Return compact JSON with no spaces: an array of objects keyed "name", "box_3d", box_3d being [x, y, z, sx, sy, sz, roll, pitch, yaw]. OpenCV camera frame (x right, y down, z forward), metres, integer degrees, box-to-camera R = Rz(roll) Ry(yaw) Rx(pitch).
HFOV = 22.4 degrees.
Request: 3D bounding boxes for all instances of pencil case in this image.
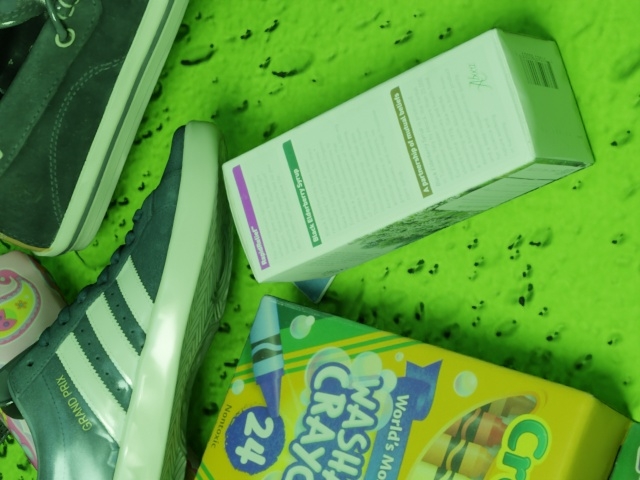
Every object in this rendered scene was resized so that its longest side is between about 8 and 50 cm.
[{"name":"pencil case","box_3d":[-0.196,0.142,1.279,0.284,0.124,0.124,49,117,18]}]

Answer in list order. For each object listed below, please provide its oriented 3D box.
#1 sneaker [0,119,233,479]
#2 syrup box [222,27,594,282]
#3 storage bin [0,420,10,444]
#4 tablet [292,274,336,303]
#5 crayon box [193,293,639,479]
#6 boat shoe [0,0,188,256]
[{"name":"sneaker","box_3d":[-0.158,0.073,1.157,0.148,0.131,0.350,10,76,9]},{"name":"syrup box","box_3d":[0.056,-0.053,1.113,0.237,0.093,0.096,-23,77,32]},{"name":"storage bin","box_3d":[-0.345,0.105,1.417,0.122,0.084,0.180,-50,64,26]},{"name":"tablet","box_3d":[0.000,0.000,1.213,0.054,0.006,0.083,43,115,26]},{"name":"crayon box","box_3d":[0.069,0.176,1.089,0.323,0.083,0.203,15,81,34]},{"name":"boat shoe","box_3d":[-0.191,-0.206,1.194,0.500,0.156,0.187,-66,29,29]}]
